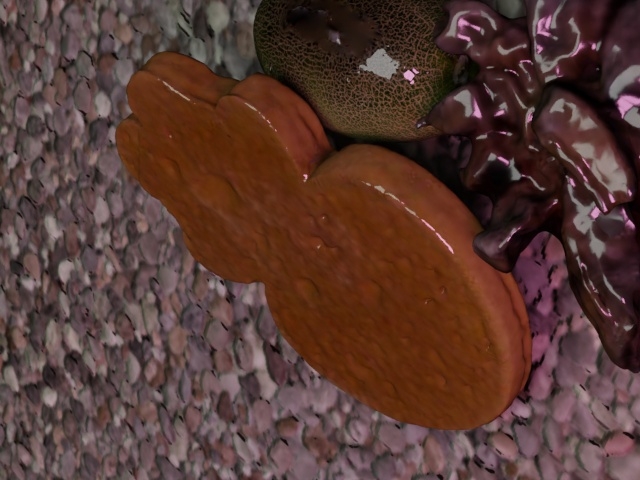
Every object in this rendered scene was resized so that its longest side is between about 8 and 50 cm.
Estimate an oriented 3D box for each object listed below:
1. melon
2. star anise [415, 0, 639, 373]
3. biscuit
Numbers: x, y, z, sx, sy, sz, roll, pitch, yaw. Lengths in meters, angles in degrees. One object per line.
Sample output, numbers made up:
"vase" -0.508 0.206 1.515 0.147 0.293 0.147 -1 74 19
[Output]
"melon" 0.024 -0.108 0.882 0.162 0.099 0.099 23 115 45
"star anise" 0.148 -0.060 0.751 0.220 0.099 0.214 46 113 15
"biscuit" 0.001 -0.001 0.905 0.288 0.044 0.202 37 146 15
